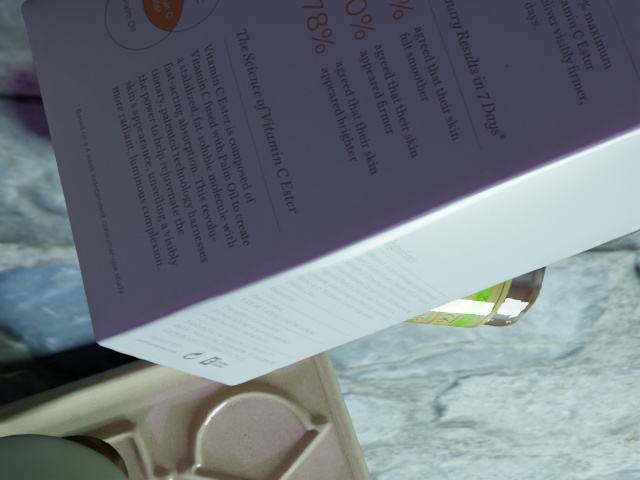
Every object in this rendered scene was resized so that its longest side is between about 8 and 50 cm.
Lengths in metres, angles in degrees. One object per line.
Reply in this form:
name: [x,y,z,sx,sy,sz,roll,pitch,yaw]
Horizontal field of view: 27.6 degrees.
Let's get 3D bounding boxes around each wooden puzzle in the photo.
wooden puzzle: [-0.110,0.253,1.177,0.322,0.080,0.348,-18,107,0]

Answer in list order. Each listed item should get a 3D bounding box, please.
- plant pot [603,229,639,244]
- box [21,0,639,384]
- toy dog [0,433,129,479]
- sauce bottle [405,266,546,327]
plant pot: [0.166,-0.082,0.877,0.167,0.167,0.165,-28,150,18]
box: [0.038,-0.084,0.730,0.345,0.215,0.168,-22,159,15]
toy dog: [-0.333,0.212,0.980,0.407,0.284,0.396,19,97,-17]
sauce bottle: [0.000,0.000,0.956,0.344,0.111,0.111,6,139,-25]
